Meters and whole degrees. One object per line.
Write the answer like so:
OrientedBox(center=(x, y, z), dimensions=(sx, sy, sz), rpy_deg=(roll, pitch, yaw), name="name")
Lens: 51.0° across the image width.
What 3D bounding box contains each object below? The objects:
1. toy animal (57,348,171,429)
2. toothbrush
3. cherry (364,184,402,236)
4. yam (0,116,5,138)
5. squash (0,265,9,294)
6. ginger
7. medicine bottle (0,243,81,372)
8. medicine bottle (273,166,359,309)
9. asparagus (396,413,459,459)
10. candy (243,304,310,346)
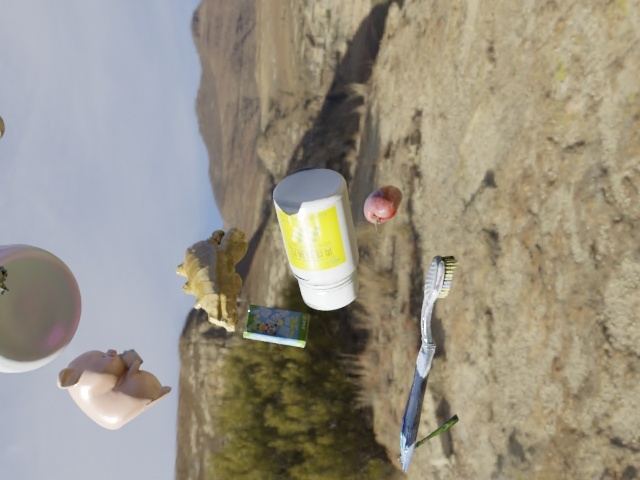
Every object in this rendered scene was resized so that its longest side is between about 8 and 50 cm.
OrientedBox(center=(-0.586, 0.407, 1.899), dimensions=(0.213, 0.256, 0.195), rpy_deg=(-45, 2, -17), name="toy animal")
OrientedBox(center=(0.166, 0.213, 1.096), dimensions=(0.035, 0.042, 0.413), rpy_deg=(-124, 37, -61), name="toothbrush")
OrientedBox(center=(0.164, -0.096, 1.788), dimensions=(0.106, 0.087, 0.126), rpy_deg=(-44, 13, 40), name="cherry")
OrientedBox(center=(-0.770, -0.208, 1.349), dimensions=(0.066, 0.299, 0.066), rpy_deg=(-9, -90, -76), name="yam")
OrientedBox(center=(-0.443, 0.031, 0.807), dimensions=(0.183, 0.052, 0.052), rpy_deg=(38, -126, -65), name="squash")
OrientedBox(center=(-0.186, 0.059, 1.139), dimensions=(0.081, 0.115, 0.205), rpy_deg=(115, 161, -45), name="ginger")
OrientedBox(center=(-0.650, 0.130, 1.324), dimensions=(0.241, 0.302, 0.241), rpy_deg=(4, -95, -51), name="medicine bottle")
OrientedBox(center=(0.000, 0.000, 1.318), dimensions=(0.143, 0.143, 0.258), rpy_deg=(-91, -10, -56), name="medicine bottle")
OrientedBox(center=(0.331, 0.610, 2.069), dimensions=(0.022, 0.233, 0.023), rpy_deg=(53, 172, 34), name="asparagus")
OrientedBox(center=(-0.136, 0.266, 2.081), dimensions=(0.062, 0.194, 0.097), rpy_deg=(111, 168, -62), name="candy")
